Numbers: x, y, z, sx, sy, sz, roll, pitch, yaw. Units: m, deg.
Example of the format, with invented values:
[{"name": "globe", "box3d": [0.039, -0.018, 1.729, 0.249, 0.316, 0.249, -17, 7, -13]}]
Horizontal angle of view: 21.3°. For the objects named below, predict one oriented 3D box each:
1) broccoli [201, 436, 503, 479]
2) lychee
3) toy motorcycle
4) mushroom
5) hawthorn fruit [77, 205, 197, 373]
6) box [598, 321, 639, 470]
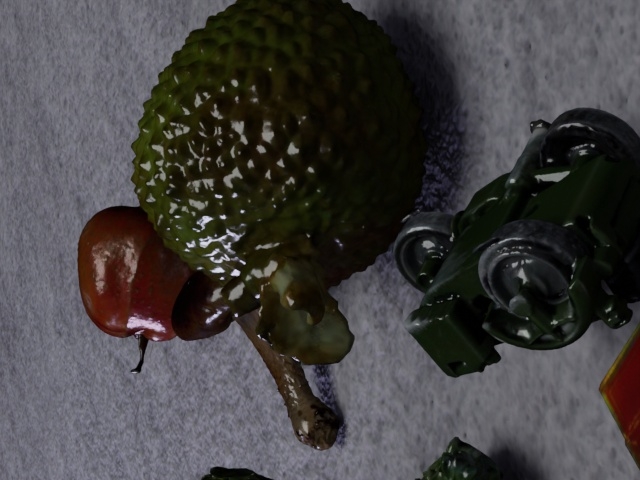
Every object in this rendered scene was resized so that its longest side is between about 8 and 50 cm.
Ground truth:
[{"name": "broccoli", "box3d": [0.031, 0.227, 1.369, 0.198, 0.275, 0.177, -134, 62, -83]}, {"name": "lychee", "box3d": [-0.035, -0.071, 1.499, 0.320, 0.270, 0.270, -60, 11, -29]}, {"name": "toy motorcycle", "box3d": [0.143, 0.019, 1.184, 0.275, 0.127, 0.205, -38, 15, 46]}, {"name": "mushroom", "box3d": [-0.051, 0.115, 1.712, 0.217, 0.148, 0.227, 65, 167, 3]}, {"name": "hawthorn fruit", "box3d": [-0.207, 0.057, 1.970, 0.157, 0.157, 0.194, 180, 93, -64]}, {"name": "box", "box3d": [0.298, 0.144, 0.999, 0.197, 0.089, 0.313, 111, 146, -42]}]
